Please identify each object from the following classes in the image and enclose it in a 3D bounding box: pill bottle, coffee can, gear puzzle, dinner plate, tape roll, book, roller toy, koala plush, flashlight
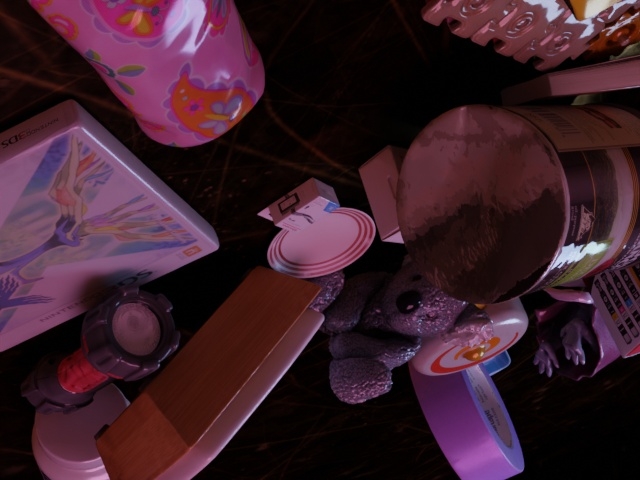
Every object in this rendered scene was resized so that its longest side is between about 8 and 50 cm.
[{"bbox_3d":[-0.333,0.298,1.423,0.153,0.153,0.265,-14,155,-15],"label":"pill bottle"},{"bbox_3d":[0.243,-0.049,1.075,0.275,0.202,0.201,-9,154,-47],"label":"coffee can"},{"bbox_3d":[0.240,-0.240,0.940,0.175,0.044,0.339,-39,153,30],"label":"gear puzzle"},{"bbox_3d":[0.000,0.000,1.235,0.141,0.017,0.141,-15,147,-10],"label":"dinner plate"},{"bbox_3d":[0.258,0.296,1.742,0.090,0.275,0.275,-28,154,13],"label":"tape roll"},{"bbox_3d":[0.284,-0.171,1.078,0.144,0.035,0.096,-12,-177,-21],"label":"book"},{"bbox_3d":[0.210,0.114,1.492,0.191,0.146,0.209,-2,148,-37],"label":"roller toy"},{"bbox_3d":[0.111,0.092,1.346,0.221,0.196,0.203,-30,165,16],"label":"koala plush"},{"bbox_3d":[-0.277,0.144,1.179,0.304,0.103,0.103,-30,-163,48],"label":"flashlight"}]

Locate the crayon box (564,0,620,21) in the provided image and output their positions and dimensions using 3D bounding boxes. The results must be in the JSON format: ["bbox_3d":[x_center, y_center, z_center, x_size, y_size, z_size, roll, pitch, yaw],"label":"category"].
[{"bbox_3d":[0.242,-0.345,0.601,0.313,0.106,0.363,-28,146,12],"label":"crayon box"}]

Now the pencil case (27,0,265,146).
[{"bbox_3d":[-0.134,-0.174,0.686,0.124,0.124,0.284,-25,154,7],"label":"pencil case"}]

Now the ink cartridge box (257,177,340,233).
[{"bbox_3d":[-0.026,-0.035,1.145,0.083,0.028,0.048,-32,153,22],"label":"ink cartridge box"}]

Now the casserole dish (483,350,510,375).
[{"bbox_3d":[0.313,0.235,1.948,0.114,0.037,0.188,-25,156,7],"label":"casserole dish"}]

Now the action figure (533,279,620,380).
[{"bbox_3d":[0.547,0.104,1.779,0.370,0.248,0.276,-27,114,-17],"label":"action figure"}]

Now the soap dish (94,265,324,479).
[{"bbox_3d":[-0.141,0.176,1.229,0.291,0.118,0.229,-49,-177,-41],"label":"soap dish"}]

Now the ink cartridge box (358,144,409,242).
[{"bbox_3d":[0.119,-0.048,1.150,0.135,0.099,0.056,7,149,-44],"label":"ink cartridge box"}]

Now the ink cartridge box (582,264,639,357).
[{"bbox_3d":[0.535,0.042,1.458,0.130,0.272,0.309,-13,153,-18],"label":"ink cartridge box"}]

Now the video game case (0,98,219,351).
[{"bbox_3d":[-0.297,0.006,1.004,0.300,0.036,0.329,-25,155,7],"label":"video game case"}]
